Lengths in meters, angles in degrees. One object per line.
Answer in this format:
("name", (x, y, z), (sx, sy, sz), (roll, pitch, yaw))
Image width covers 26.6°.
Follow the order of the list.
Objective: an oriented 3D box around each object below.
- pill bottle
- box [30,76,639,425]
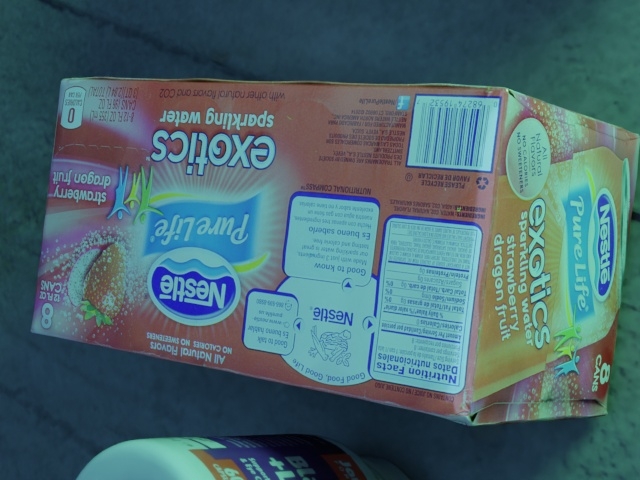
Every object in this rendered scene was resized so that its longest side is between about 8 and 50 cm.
("pill bottle", (-0.030, 0.154, 0.697), (0.108, 0.193, 0.108), (-5, 82, 37))
("box", (0.000, 0.000, 0.725), (0.300, 0.142, 0.154), (6, 88, 38))
